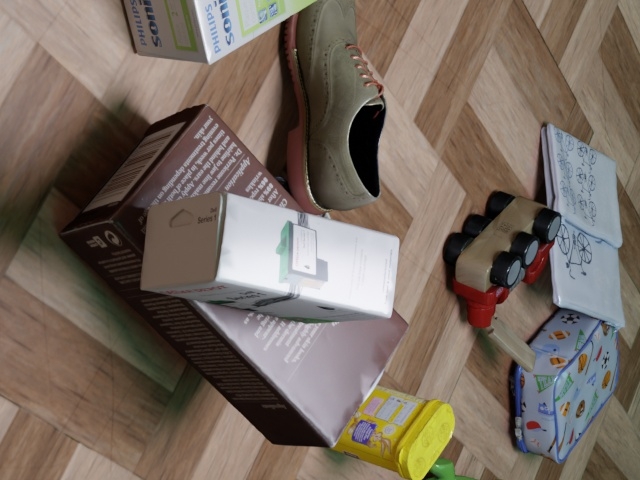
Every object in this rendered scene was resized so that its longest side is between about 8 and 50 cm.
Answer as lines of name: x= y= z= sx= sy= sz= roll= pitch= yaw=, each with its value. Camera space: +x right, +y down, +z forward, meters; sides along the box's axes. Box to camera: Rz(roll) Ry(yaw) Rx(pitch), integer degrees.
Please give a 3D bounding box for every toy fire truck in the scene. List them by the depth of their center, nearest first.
toy fire truck: x=0.324 y=0.077 z=2.148 sx=0.217 sy=0.158 sz=0.246 roll=-42 pitch=143 yaw=-39

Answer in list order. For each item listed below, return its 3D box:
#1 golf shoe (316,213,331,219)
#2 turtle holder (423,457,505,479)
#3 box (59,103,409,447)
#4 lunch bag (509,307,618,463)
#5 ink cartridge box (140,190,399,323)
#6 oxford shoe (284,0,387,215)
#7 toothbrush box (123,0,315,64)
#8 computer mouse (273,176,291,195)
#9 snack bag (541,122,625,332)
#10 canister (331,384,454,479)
golf shoe: x=0.000 y=0.000 z=1.758 sx=0.086 sy=0.069 sz=0.176 roll=-73 pitch=153 yaw=-51
turtle holder: x=0.230 y=0.507 z=2.103 sx=0.320 sy=0.243 sz=0.227 roll=-93 pitch=-162 yaw=-68
box: x=-0.091 y=0.048 z=1.458 sx=0.381 sy=0.143 sz=0.191 roll=48 pitch=59 yaw=-20
lunch bag: x=0.469 y=0.275 z=2.420 sx=0.303 sy=0.115 sz=0.243 roll=-38 pitch=131 yaw=-42
ink cartridge box: x=-0.055 y=0.023 z=1.304 sx=0.219 sy=0.160 sz=0.093 roll=13 pitch=77 yaw=-34
oxford shoe: x=0.036 y=-0.209 z=1.644 sx=0.123 sy=0.130 sz=0.348 roll=-2 pitch=90 yaw=-52
toothbrush box: x=-0.100 y=-0.354 z=1.447 sx=0.283 sy=0.122 sz=0.206 roll=-37 pitch=128 yaw=-40
computer mouse: x=-0.121 y=0.032 z=1.588 sx=0.188 sy=0.072 sz=0.272 roll=35 pitch=61 yaw=-48
snack bag: x=0.494 y=-0.018 z=2.339 sx=0.323 sy=0.037 sz=0.343 roll=19 pitch=66 yaw=-54
canister: x=0.094 y=0.274 z=1.859 sx=0.126 sy=0.170 sz=0.073 roll=-49 pitch=135 yaw=-33
